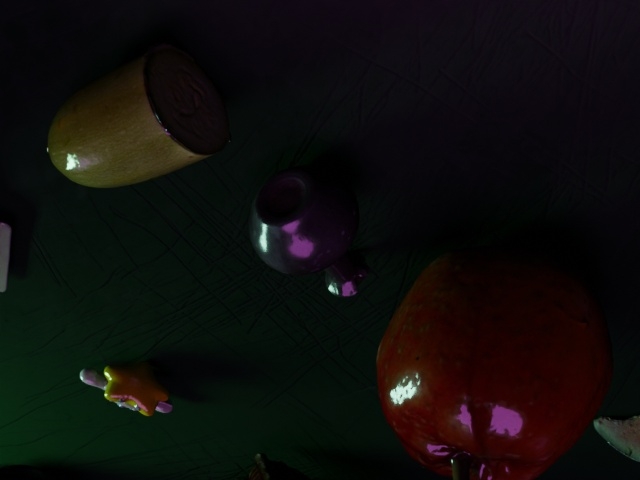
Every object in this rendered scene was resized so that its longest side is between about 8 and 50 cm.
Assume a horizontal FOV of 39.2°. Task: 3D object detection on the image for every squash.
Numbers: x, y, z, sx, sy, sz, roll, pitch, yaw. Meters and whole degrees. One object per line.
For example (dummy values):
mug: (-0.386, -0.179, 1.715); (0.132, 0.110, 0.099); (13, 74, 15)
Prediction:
squash: (-0.197, -0.110, 0.892); (0.186, 0.123, 0.123); (-18, 129, 27)

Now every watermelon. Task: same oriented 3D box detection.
watermelon: (0.442, 0.265, 1.188); (0.155, 0.080, 0.101); (-4, 169, 13)

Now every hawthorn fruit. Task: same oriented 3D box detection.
hawthorn fruit: (0.182, 0.159, 0.950); (0.254, 0.300, 0.254); (8, 138, 8)

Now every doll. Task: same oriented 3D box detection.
doll: (-0.278, 0.208, 1.284); (0.135, 0.072, 0.113); (16, 155, 5)

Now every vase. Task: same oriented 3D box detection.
vase: (0.000, 0.000, 0.972); (0.120, 0.120, 0.183); (-11, 145, 22)

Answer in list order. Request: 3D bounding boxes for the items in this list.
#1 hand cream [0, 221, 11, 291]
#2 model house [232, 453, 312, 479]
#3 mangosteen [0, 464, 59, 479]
hand cream: (-0.538, -0.010, 1.105); (0.305, 0.093, 0.147); (12, 138, -13)
model house: (-0.031, 0.453, 1.391); (0.297, 0.317, 0.283); (-22, 107, -10)
mangosteen: (-0.523, 0.490, 1.514); (0.242, 0.243, 0.243); (6, 136, 6)
